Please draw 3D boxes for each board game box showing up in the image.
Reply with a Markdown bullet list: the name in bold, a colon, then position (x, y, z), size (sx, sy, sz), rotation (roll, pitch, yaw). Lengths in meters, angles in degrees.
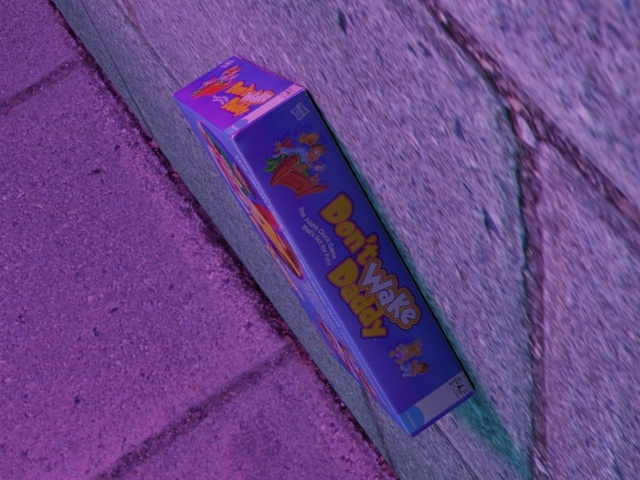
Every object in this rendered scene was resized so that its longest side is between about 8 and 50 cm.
- **board game box**: position (0.000, 0.000, 1.235), size (0.347, 0.078, 0.233), rotation (60, 172, -23)
